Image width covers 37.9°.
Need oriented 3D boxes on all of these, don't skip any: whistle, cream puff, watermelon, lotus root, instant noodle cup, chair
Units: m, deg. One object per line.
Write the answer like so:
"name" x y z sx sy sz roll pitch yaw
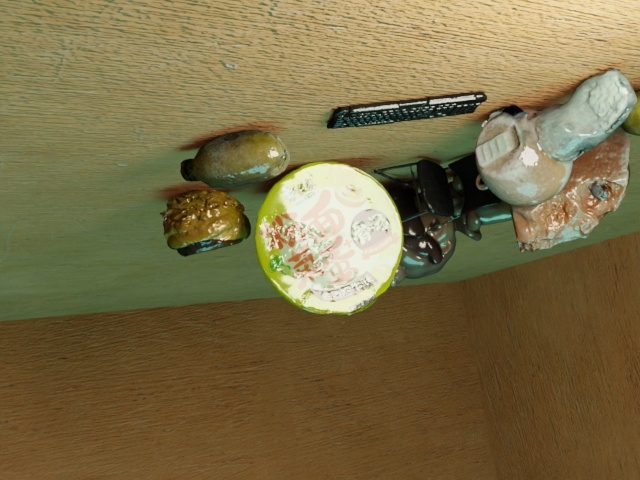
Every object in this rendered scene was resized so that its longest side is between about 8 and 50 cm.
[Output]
"whistle" 0.411 -0.176 1.636 0.189 0.189 0.348 0 155 -44
"cream puff" -0.239 -0.040 1.899 0.189 0.129 0.189 -14 179 0
"watermelon" 0.478 -0.146 1.813 0.264 0.302 0.151 -11 133 13
"lotus root" -0.146 -0.132 1.565 0.192 0.088 0.113 -12 177 14
"instant noodle cup" 0.000 0.000 1.936 0.311 0.311 0.221 -8 180 -11
"chair" 0.249 -0.107 1.961 0.221 0.140 0.145 -19 163 29

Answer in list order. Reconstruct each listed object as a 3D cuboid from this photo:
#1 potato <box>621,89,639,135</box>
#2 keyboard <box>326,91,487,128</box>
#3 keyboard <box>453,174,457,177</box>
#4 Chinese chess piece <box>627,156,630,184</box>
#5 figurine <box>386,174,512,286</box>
"potato" 0.646 -0.240 1.646 0.251 0.113 0.149 -1 179 4
"keyboard" 0.144 -0.215 1.561 0.262 0.016 0.106 -8 170 -10
"keyboard" 0.368 -0.164 2.094 0.074 0.015 0.196 -3 172 -16
"Chinese chess piece" 0.576 -0.147 2.153 0.273 0.102 0.273 -8 172 -1
"figurine" 0.269 -0.044 2.159 0.381 0.248 0.203 -20 156 5
